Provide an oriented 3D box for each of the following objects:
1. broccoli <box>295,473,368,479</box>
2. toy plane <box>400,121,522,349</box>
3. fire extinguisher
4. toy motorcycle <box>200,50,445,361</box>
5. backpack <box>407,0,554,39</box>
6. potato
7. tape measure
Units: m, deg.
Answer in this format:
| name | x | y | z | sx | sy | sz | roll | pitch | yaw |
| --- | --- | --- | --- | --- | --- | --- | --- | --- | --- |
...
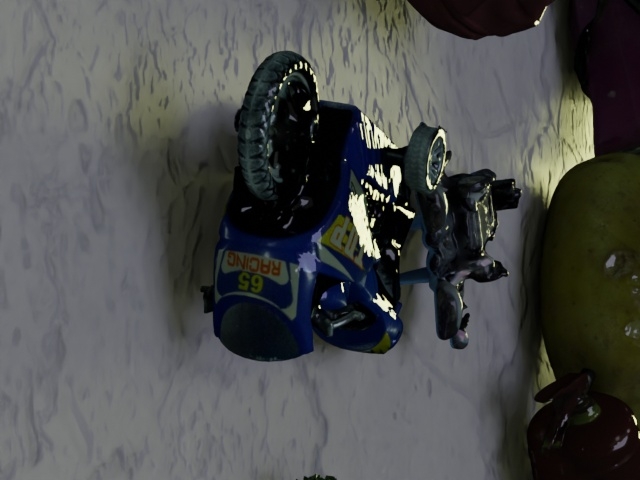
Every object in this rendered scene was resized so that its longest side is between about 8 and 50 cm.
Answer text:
| name | x | y | z | sx | sy | sz | roll | pitch | yaw |
| --- | --- | --- | --- | --- | --- | --- | --- | --- | --- |
| broccoli | 0.031 | 0.237 | 1.115 | 0.195 | 0.156 | 0.195 | 0 | 89 | -25 |
| toy plane | 0.108 | -0.018 | 1.372 | 0.246 | 0.078 | 0.169 | -36 | 119 | -61 |
| fire extinguisher | 0.227 | 0.247 | 1.568 | 0.141 | 0.105 | 0.341 | -57 | 141 | -51 |
| toy motorcycle | 0.000 | 0.000 | 1.113 | 0.315 | 0.113 | 0.169 | 36 | 66 | -69 |
| backpack | 0.119 | -0.282 | 1.273 | 0.317 | 0.197 | 0.283 | 50 | 60 | -47 |
| potato | 0.272 | 0.044 | 1.642 | 0.197 | 0.148 | 0.228 | 73 | 26 | -44 |
| tape measure | 0.324 | -0.183 | 1.784 | 0.245 | 0.149 | 0.232 | 7 | 69 | -56 |
